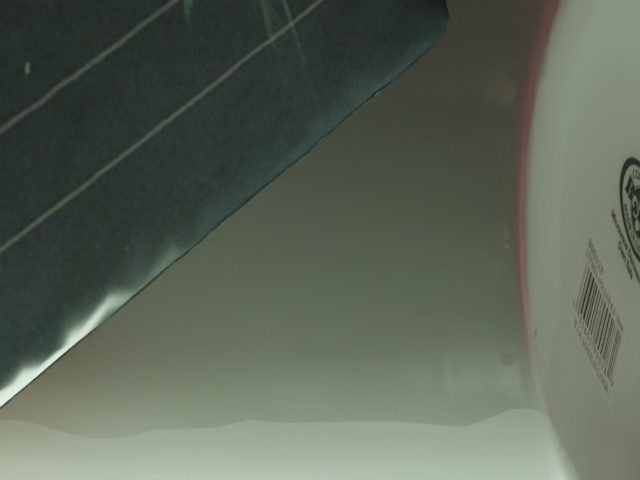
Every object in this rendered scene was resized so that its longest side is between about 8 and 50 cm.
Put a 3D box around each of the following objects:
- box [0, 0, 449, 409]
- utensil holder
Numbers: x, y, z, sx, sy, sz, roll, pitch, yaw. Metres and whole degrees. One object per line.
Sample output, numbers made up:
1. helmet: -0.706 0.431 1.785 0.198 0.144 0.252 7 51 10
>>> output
1. box: -0.274 -0.134 0.300 0.480 0.297 0.471 -42 132 -24
2. utensil holder: 0.000 0.000 0.807 0.328 0.386 0.327 5 84 -57
